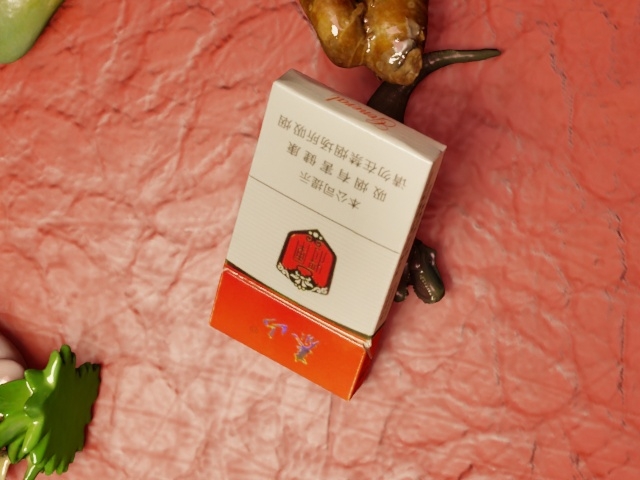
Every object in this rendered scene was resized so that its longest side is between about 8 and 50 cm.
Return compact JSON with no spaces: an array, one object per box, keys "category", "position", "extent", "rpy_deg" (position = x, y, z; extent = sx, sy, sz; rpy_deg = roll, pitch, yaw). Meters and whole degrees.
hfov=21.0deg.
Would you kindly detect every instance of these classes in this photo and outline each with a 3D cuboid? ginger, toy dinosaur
[{"category":"ginger","position":[0.036,-0.198,1.358],"extent":[0.103,0.073,0.162],"rpy_deg":[9,67,-3]},{"category":"toy dinosaur","position":[0.072,-0.051,1.389],"extent":[0.179,0.087,0.187],"rpy_deg":[-23,106,-29]},{"category":"toy dinosaur","position":[-0.284,0.113,1.377],"extent":[0.177,0.152,0.194],"rpy_deg":[11,86,15]}]

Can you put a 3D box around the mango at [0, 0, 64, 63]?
[{"category":"mango","position":[-0.245,-0.239,1.391],"extent":[0.130,0.092,0.194],"rpy_deg":[13,102,5]}]

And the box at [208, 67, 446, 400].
[{"category":"box","position":[0.000,0.000,1.318],"extent":[0.139,0.035,0.245],"rpy_deg":[29,128,12]}]
